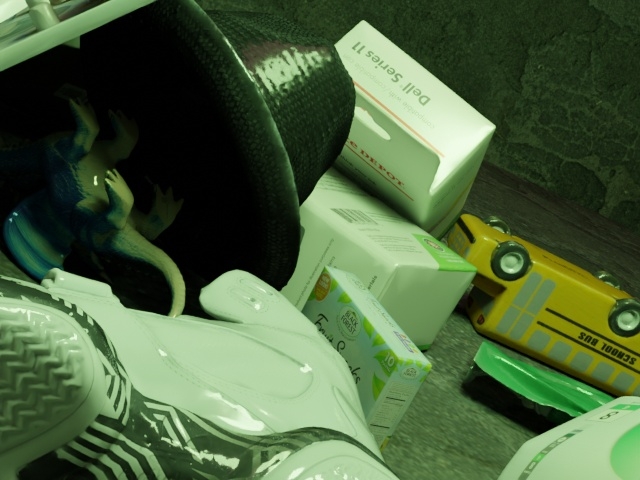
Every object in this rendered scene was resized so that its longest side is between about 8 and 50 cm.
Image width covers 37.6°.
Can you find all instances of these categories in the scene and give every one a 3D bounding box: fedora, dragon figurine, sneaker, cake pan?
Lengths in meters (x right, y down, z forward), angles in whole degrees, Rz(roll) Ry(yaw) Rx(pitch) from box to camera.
[{"bbox_3d":[-0.076,-0.109,0.821,0.152,0.334,0.334,-31,51,-26],"label":"fedora"},{"bbox_3d":[-0.196,-0.015,0.766,0.085,0.144,0.289,6,46,-58],"label":"dragon figurine"},{"bbox_3d":[-0.111,0.086,0.519,0.366,0.137,0.210,29,13,-16],"label":"sneaker"},{"bbox_3d":[-0.254,-0.180,1.011,0.293,0.054,0.293,10,-14,3],"label":"cake pan"}]

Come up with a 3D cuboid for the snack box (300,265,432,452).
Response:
[{"bbox_3d":[0.022,0.098,0.756,0.037,0.100,0.141,18,18,-33],"label":"snack box"}]

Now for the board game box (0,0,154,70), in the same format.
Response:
[{"bbox_3d":[-0.267,-0.168,0.675,0.390,0.390,0.050,-117,-177,-63],"label":"board game box"}]

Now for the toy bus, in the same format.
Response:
[{"bbox_3d":[0.310,0.089,1.229,0.333,0.130,0.108,25,17,-13],"label":"toy bus"}]

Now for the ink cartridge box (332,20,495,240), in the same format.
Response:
[{"bbox_3d":[0.079,-0.111,1.115,0.207,0.119,0.353,42,-17,13],"label":"ink cartridge box"}]

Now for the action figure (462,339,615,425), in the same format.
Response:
[{"bbox_3d":[0.264,0.181,0.984,0.232,0.063,0.137,28,13,12],"label":"action figure"}]

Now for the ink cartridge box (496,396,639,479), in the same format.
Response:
[{"bbox_3d":[0.143,0.152,0.523,0.225,0.056,0.181,-18,-1,-19],"label":"ink cartridge box"}]

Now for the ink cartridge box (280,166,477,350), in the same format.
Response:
[{"bbox_3d":[0.000,0.000,1.005,0.273,0.114,0.198,37,16,28],"label":"ink cartridge box"}]
